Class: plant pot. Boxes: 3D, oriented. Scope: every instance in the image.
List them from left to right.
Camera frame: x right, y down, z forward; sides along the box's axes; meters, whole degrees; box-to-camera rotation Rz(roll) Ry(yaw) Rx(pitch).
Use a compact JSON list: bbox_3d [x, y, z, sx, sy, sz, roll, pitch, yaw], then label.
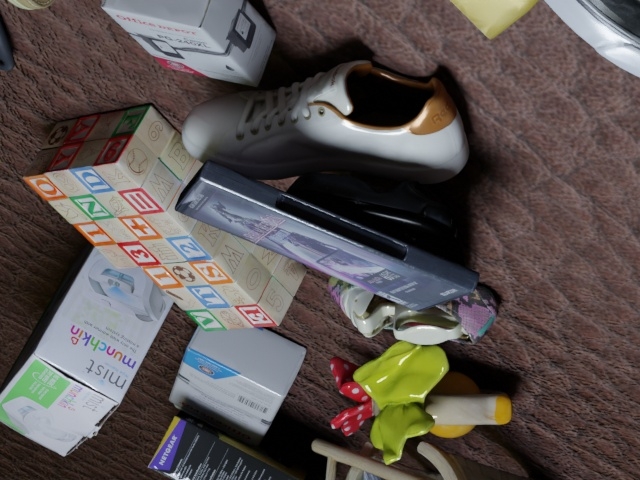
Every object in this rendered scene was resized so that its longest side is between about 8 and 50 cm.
[{"bbox_3d":[0.149,-0.229,1.360,0.081,0.081,0.083,41,137,-23],"label":"plant pot"}]

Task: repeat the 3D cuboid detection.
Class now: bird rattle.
[{"bbox_3d":[0.120,0.202,2.000,0.207,0.143,0.253,4,169,-6],"label":"bird rattle"}]

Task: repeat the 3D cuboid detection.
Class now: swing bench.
[{"bbox_3d":[0.154,0.347,2.106,0.255,0.165,0.253,-8,158,38],"label":"swing bench"}]

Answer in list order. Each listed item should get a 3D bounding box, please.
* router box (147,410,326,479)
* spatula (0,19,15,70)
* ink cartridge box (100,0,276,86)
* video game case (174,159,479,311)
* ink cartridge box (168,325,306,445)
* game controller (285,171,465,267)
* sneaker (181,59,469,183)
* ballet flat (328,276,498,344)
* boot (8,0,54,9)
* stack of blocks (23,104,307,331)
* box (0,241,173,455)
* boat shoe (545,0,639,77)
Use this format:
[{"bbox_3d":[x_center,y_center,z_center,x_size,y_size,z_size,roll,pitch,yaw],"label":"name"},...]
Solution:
[{"bbox_3d":[-0.103,0.322,2.315,0.243,0.081,0.309,27,176,-1],"label":"router box"},{"bbox_3d":[-0.371,-0.281,1.742,0.084,0.030,0.296,10,147,23],"label":"spatula"},{"bbox_3d":[-0.122,-0.207,1.580,0.109,0.063,0.150,14,169,23],"label":"ink cartridge box"},{"bbox_3d":[0.000,0.000,1.629,0.274,0.026,0.196,22,169,-8],"label":"video game case"},{"bbox_3d":[-0.111,0.178,2.209,0.140,0.082,0.190,27,153,1],"label":"ink cartridge box"},{"bbox_3d":[0.060,0.001,1.706,0.166,0.067,0.319,4,166,9],"label":"game controller"},{"bbox_3d":[-0.005,-0.130,1.627,0.290,0.106,0.123,2,141,18],"label":"sneaker"},{"bbox_3d":[0.090,0.078,1.891,0.221,0.079,0.077,7,133,31],"label":"ballet flat"},{"bbox_3d":[-0.239,-0.291,1.570,0.165,0.077,0.213,13,141,22],"label":"boot"},{"bbox_3d":[-0.176,-0.018,1.944,0.171,0.087,0.297,-6,137,44],"label":"stack of blocks"},{"bbox_3d":[-0.284,0.119,2.105,0.127,0.231,0.262,32,151,-9],"label":"box"},{"bbox_3d":[0.214,-0.237,1.265,0.306,0.113,0.105,44,144,1],"label":"boat shoe"}]
